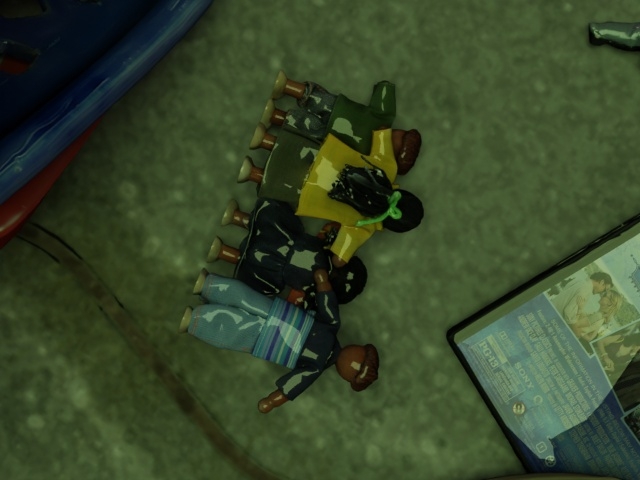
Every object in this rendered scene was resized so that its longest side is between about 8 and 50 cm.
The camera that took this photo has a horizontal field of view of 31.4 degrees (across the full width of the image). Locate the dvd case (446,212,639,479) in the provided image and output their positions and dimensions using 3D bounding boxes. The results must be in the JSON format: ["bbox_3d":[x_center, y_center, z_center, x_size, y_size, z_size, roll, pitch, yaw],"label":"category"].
[{"bbox_3d":[0.224,0.064,0.654,0.253,0.022,0.180,-32,90,1],"label":"dvd case"}]

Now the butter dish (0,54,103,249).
[{"bbox_3d":[-0.206,-0.043,0.612,0.160,0.160,0.118,20,135,4],"label":"butter dish"}]

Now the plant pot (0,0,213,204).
[{"bbox_3d":[-0.188,-0.183,0.515,0.212,0.236,0.236,20,135,14],"label":"plant pot"}]

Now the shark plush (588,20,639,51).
[{"bbox_3d":[0.238,-0.125,0.651,0.161,0.073,0.067,-11,71,21],"label":"shark plush"}]

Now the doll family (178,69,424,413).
[{"bbox_3d":[0.000,0.000,0.633,0.111,0.076,0.193,22,96,-4],"label":"doll family"}]

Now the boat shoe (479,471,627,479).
[{"bbox_3d":[0.038,0.219,0.601,0.323,0.120,0.123,-19,94,4],"label":"boat shoe"}]
